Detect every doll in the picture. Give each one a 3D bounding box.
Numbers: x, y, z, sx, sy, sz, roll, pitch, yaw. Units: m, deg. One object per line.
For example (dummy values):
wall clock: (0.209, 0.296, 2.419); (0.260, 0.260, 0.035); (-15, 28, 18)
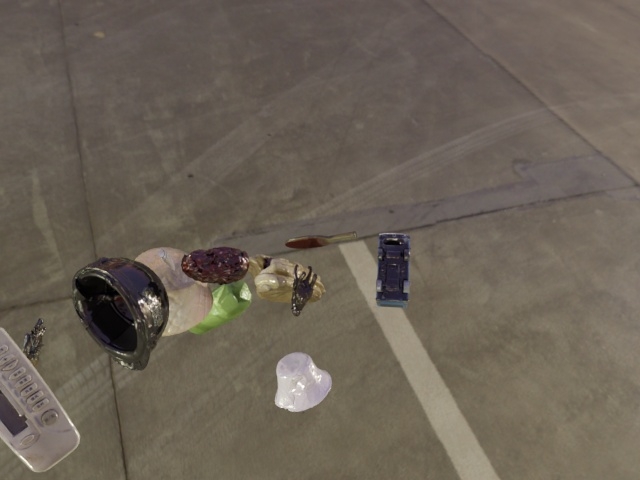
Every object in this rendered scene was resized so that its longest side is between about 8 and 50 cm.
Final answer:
doll: (-0.059, 0.158, 1.521); (0.057, 0.165, 0.139); (9, 11, -13)

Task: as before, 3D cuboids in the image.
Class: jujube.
jujube: (-0.258, 0.062, 1.228); (0.166, 0.104, 0.104); (1, 48, -19)

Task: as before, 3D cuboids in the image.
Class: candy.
candy: (-0.416, 0.266, 1.984); (0.132, 0.343, 0.142); (18, 50, -43)

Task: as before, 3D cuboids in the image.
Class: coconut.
coconut: (-0.517, 0.190, 1.695); (0.329, 0.328, 0.328); (8, 46, -8)

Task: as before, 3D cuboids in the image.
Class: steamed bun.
steamed bun: (-0.155, 0.132, 1.840); (0.247, 0.428, 0.189); (-16, 73, 20)

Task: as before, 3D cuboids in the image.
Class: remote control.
remote control: (-0.471, 0.248, 0.776); (0.090, 0.049, 0.230); (-35, 102, -26)

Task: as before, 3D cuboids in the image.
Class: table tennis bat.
table tennis bat: (0.000, 0.000, 1.569); (0.234, 0.131, 0.022); (-10, 74, 20)

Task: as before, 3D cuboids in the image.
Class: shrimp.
shrimp: (-0.959, 0.354, 1.657); (0.051, 0.150, 0.217); (7, 62, -14)

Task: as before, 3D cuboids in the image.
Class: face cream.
face cream: (-0.419, 0.052, 1.372); (0.020, 0.115, 0.038); (-15, 70, -5)

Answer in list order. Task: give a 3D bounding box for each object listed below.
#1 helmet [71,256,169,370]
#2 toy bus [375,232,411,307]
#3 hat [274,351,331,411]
helmet: (-0.457, 0.158, 1.205); (0.231, 0.278, 0.160); (-5, 24, 30)
toy bus: (0.244, 0.102, 1.680); (0.116, 0.133, 0.234); (2, 69, 10)
hat: (-0.072, 0.450, 1.652); (0.203, 0.126, 0.203); (-14, 24, 6)
